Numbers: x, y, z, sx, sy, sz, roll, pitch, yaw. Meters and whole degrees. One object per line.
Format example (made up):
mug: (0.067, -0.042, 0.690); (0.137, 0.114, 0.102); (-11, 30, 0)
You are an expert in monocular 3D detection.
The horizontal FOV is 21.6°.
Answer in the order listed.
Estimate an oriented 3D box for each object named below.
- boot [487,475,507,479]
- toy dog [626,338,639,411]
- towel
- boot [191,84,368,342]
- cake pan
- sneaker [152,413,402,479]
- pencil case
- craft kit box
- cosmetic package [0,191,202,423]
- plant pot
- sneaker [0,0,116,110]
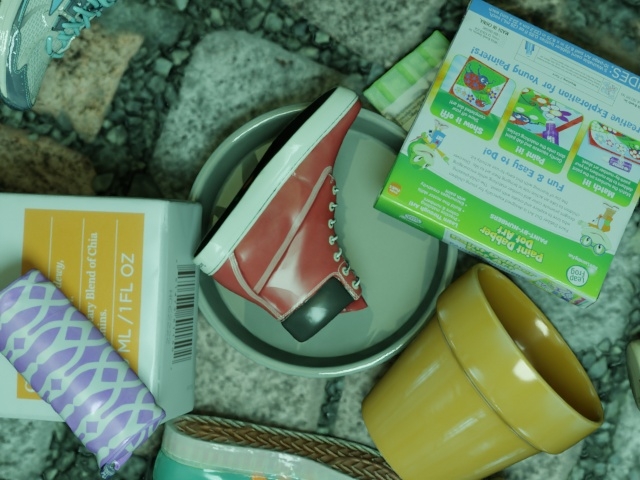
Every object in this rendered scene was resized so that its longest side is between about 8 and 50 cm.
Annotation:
boot: (0.198, 0.363, 1.725); (0.165, 0.077, 0.213); (24, 89, -12)
toy dog: (0.422, 0.235, 1.696); (0.220, 0.161, 0.333); (-30, 84, 1)
towel: (0.134, -0.137, 1.815); (0.113, 0.023, 0.152); (-39, 82, -2)
boot: (0.006, -0.024, 1.735); (0.176, 0.088, 0.244); (37, 80, -10)
cake pan: (0.000, 0.000, 1.793); (0.293, 0.054, 0.293); (0, 85, 3)
sneaker: (-0.027, 0.272, 1.758); (0.302, 0.108, 0.121); (13, 104, 0)
pencil case: (-0.235, 0.123, 1.589); (0.086, 0.088, 0.206); (-37, 84, -30)
craft kit box: (0.218, -0.092, 1.752); (0.250, 0.061, 0.246); (26, 73, 0)
cosmetic package: (-0.362, 0.060, 1.730); (0.453, 0.161, 0.230); (2, 90, 10)
plant pot: (0.152, 0.159, 1.713); (0.188, 0.205, 0.205); (-40, 84, 16)
sneaker: (-0.272, -0.271, 1.805); (0.122, 0.110, 0.283); (15, 87, 1)
